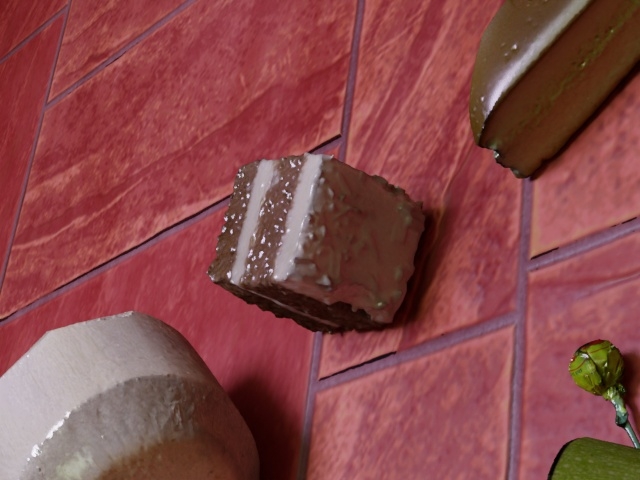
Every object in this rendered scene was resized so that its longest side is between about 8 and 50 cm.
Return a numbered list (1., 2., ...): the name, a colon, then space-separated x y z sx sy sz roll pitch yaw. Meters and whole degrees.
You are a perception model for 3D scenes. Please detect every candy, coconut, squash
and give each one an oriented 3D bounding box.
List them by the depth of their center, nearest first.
1. squash: 0.214 0.170 0.854 0.132 0.105 0.105 -5 63 34
2. candy: 0.201 0.118 0.952 0.035 0.035 0.123 102 156 -47
3. coconut: -0.189 0.189 1.276 0.237 0.237 0.266 -58 32 10

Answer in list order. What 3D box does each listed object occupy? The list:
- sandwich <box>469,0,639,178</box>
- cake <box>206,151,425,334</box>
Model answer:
1. sandwich: 0.198 -0.167 1.099 0.244 0.090 0.088 -49 37 23
2. cake: 0.000 0.000 1.225 0.147 0.135 0.135 -18 54 56
